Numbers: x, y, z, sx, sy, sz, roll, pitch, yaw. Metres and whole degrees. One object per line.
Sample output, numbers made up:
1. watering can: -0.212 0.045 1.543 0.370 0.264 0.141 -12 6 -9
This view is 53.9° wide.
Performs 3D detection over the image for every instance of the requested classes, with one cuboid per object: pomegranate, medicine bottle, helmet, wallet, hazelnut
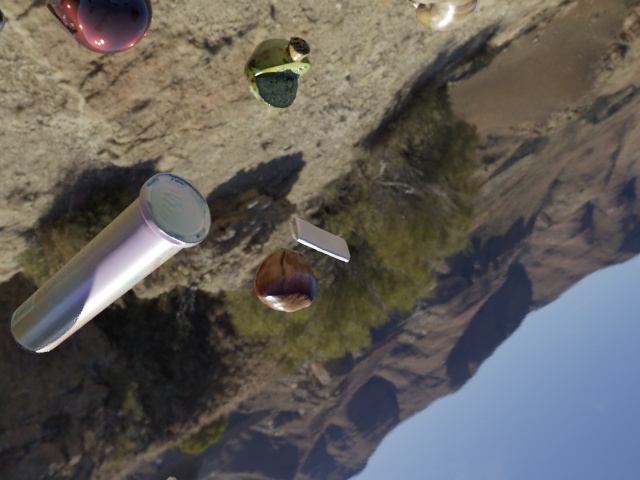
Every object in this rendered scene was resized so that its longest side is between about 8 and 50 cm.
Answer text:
1. pomegranate: -0.092 -0.373 1.336 0.143 0.122 0.169 -16 147 -34
2. medicine bottle: -0.336 0.050 0.958 0.426 0.108 0.108 -32 172 34
3. helmet: -0.451 -0.491 1.315 0.189 0.193 0.216 -44 162 -23
4. wallet: 0.000 0.000 1.169 0.122 0.061 0.025 25 117 -31
5. hazelnut: -0.042 0.050 0.799 0.086 0.086 0.086 -31 171 -6

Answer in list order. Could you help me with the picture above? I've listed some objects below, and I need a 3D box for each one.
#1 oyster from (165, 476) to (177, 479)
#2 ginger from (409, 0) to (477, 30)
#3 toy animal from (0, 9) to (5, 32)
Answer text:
1. oyster: -0.170 0.423 0.885 0.163 0.191 0.081 -24 171 23
2. ginger: 0.157 -0.431 0.778 0.176 0.256 0.375 -53 161 -27
3. toy animal: -0.749 -0.425 1.293 0.269 0.137 0.082 -31 -154 30
